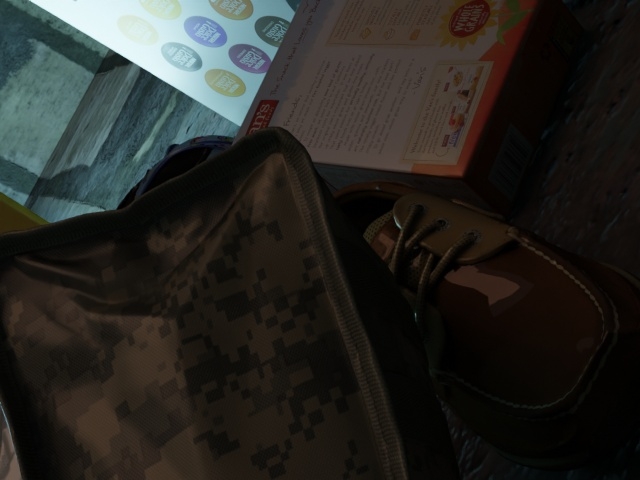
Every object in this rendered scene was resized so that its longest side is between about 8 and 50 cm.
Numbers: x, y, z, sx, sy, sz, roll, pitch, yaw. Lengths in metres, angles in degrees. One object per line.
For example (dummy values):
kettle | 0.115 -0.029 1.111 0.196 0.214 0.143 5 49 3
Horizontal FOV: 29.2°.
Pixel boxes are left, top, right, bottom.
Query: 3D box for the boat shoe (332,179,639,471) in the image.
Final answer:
boat shoe | 0.073 0.034 0.712 0.122 0.120 0.324 -61 20 -1

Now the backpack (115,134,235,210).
backpack | -0.101 -0.028 1.154 0.173 0.158 0.117 -55 14 32

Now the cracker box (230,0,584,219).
cracker box | 0.058 -0.108 0.903 0.232 0.067 0.155 11 70 43

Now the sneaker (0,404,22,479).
sneaker | -0.231 0.189 1.170 0.108 0.169 0.292 67 -158 -62

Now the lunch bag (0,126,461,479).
lunch bag | -0.007 0.133 0.519 0.169 0.235 0.287 -21 70 8

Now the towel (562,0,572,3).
towel | 0.151 -0.287 0.804 0.121 0.235 0.284 -61 19 -18

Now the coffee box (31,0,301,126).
coffee box | -0.091 -0.395 1.377 0.338 0.334 0.338 -32 32 55

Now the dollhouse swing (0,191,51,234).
dollhouse swing | -0.358 0.142 1.337 0.346 0.305 0.315 -56 20 10
